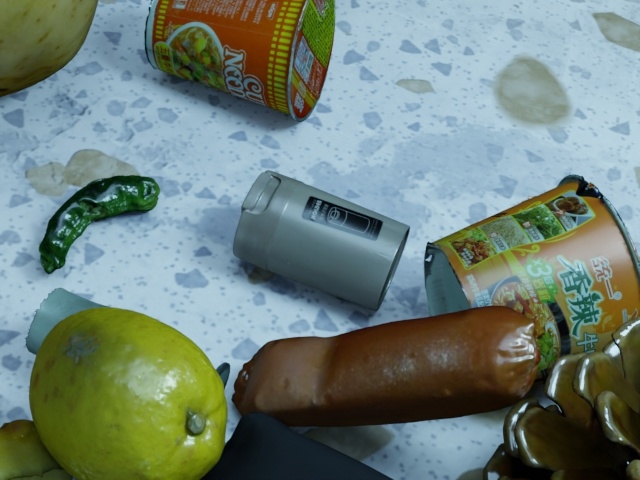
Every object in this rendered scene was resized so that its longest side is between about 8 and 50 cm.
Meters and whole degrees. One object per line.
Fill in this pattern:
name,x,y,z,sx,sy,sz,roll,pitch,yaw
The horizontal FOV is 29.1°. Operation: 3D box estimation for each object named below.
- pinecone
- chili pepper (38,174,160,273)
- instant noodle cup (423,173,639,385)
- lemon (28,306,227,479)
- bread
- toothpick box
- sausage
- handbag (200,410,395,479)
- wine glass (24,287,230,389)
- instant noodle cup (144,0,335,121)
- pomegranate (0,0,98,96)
pinecone,0.333,0.225,1.105,0.384,0.384,0.384,5,48,-5
chili pepper,-0.268,-0.028,1.433,0.073,0.050,0.182,39,56,15
instant noodle cup,0.224,0.061,1.338,0.182,0.230,0.230,-16,53,-9
lemon,-0.180,0.150,1.144,0.207,0.170,0.170,19,44,39
bread,-0.333,0.222,1.110,0.094,0.102,0.245,43,22,24
toothpick box,0.000,0.000,1.413,0.181,0.111,0.111,22,49,8
sausage,0.062,0.135,1.233,0.348,0.094,0.097,-12,49,33
handbag,-0.025,0.331,1.076,0.342,0.152,0.288,22,52,38
wine glass,-0.202,0.124,1.281,0.202,0.093,0.093,25,50,9
instant noodle cup,-0.106,-0.268,1.597,0.212,0.193,0.193,13,48,13
pomegranate,-0.439,-0.325,1.472,0.410,0.410,0.410,5,48,-5
